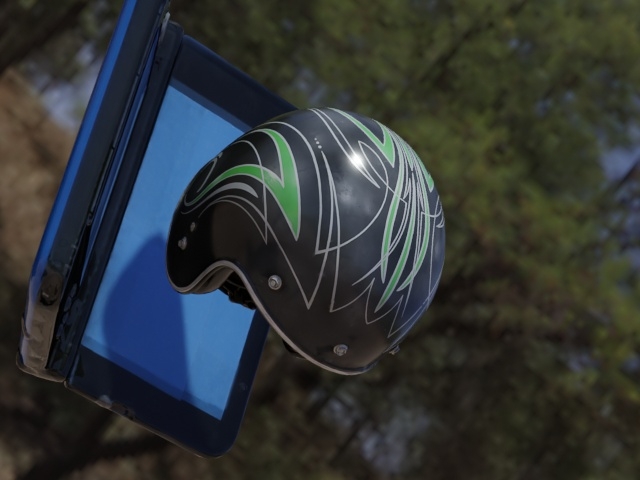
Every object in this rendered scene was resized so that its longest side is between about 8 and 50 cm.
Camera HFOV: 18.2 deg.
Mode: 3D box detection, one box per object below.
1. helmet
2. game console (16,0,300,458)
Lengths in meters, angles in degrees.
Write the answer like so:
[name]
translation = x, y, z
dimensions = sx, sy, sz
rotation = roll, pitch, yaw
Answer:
[helmet]
translation = 0.000, 0.000, 1.255
dimensions = 0.161, 0.169, 0.169
rotation = -4, -41, 49
[game console]
translation = -0.089, -0.029, 1.403
dimensions = 0.173, 0.293, 0.250
rotation = 17, -23, -4
